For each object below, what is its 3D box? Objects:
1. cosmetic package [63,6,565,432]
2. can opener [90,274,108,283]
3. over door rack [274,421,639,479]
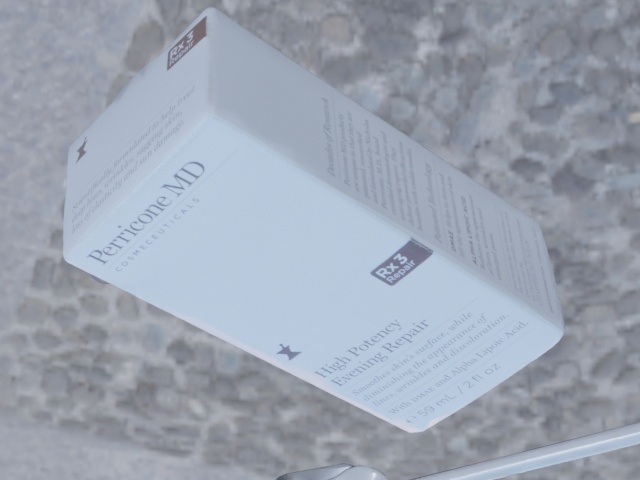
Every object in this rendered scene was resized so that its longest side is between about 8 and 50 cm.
[{"bbox_3d":[0.000,0.000,0.664,0.231,0.085,0.117,28,127,-31],"label":"cosmetic package"},{"bbox_3d":[-0.059,-0.007,1.170,0.280,0.074,0.093,-3,177,-21],"label":"can opener"},{"bbox_3d":[0.141,0.155,0.378,0.324,0.239,0.108,-18,173,24],"label":"over door rack"}]
